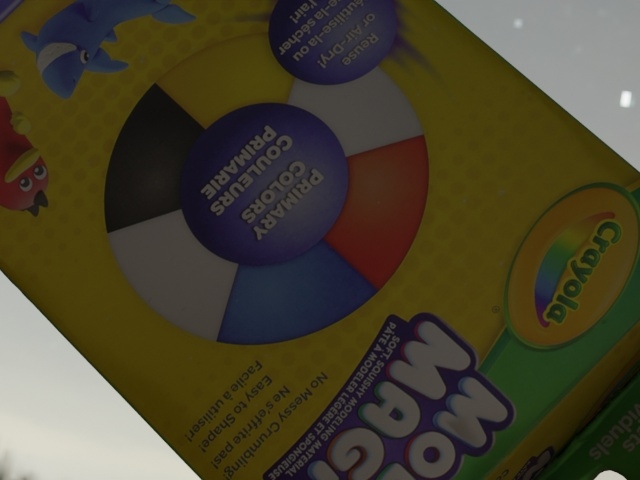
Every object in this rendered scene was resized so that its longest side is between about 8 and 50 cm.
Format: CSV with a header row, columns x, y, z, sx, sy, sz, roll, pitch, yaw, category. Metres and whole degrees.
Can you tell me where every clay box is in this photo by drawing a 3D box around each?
x,y,z,sx,sy,sz,roll,pitch,yaw,category
0.000,0.000,0.461,0.222,0.127,0.053,42,-6,22,clay box
